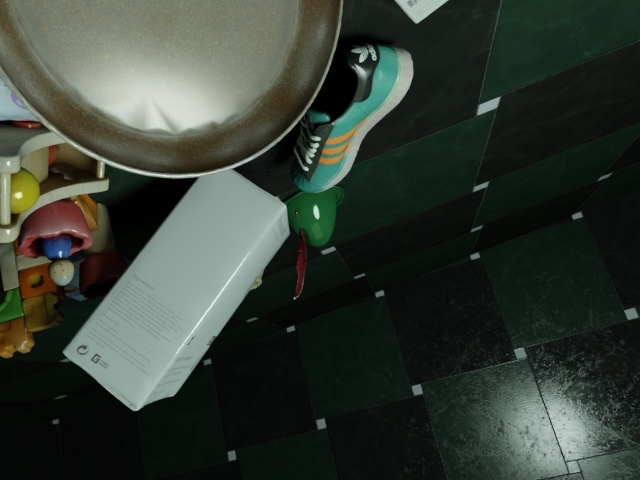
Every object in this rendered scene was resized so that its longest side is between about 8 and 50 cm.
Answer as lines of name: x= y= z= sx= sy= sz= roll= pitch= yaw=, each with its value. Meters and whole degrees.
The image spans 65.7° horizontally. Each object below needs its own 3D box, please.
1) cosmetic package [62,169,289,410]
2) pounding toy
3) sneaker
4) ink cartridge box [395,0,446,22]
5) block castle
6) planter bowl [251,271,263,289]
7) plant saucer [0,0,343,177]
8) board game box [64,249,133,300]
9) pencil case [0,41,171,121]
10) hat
cosmetic package: x=-0.222 y=0.075 z=0.860 sx=0.385 sy=0.156 sz=0.217 roll=-54 pitch=174 yaw=-9
pounding toy: x=-0.315 y=-0.057 z=0.531 sx=0.154 sy=0.269 sz=0.154 roll=7 pitch=112 yaw=-19
sneaker: x=0.009 y=-0.184 z=0.773 sx=0.121 sy=0.108 sz=0.302 roll=-5 pitch=149 yaw=-36
ink cartridge box: x=0.111 y=-0.320 z=0.549 sx=0.099 sy=0.056 sz=0.135 roll=-30 pitch=160 yaw=27
block castle: x=-0.536 y=0.055 z=0.714 sx=0.453 sy=0.212 sz=0.303 roll=-16 pitch=162 yaw=-11
planter bowl: x=-0.210 y=0.072 z=1.263 sx=0.162 sy=0.109 sz=0.162 roll=-18 pitch=161 yaw=-6
plant saucer: x=-0.118 y=-0.208 z=0.416 sx=0.311 sy=0.050 sz=0.310 roll=-17 pitch=121 yaw=-31
board game box: x=-0.501 y=0.070 z=1.067 sx=0.160 sy=0.039 sz=0.211 roll=-19 pitch=162 yaw=-2
pencil case: x=-0.272 y=-0.160 z=0.435 sx=0.273 sy=0.113 sz=0.124 roll=-6 pitch=174 yaw=-33
hat: x=0.000 y=0.000 z=1.150 sx=0.173 sy=0.183 sz=0.208 roll=-15 pitch=161 yaw=-14
